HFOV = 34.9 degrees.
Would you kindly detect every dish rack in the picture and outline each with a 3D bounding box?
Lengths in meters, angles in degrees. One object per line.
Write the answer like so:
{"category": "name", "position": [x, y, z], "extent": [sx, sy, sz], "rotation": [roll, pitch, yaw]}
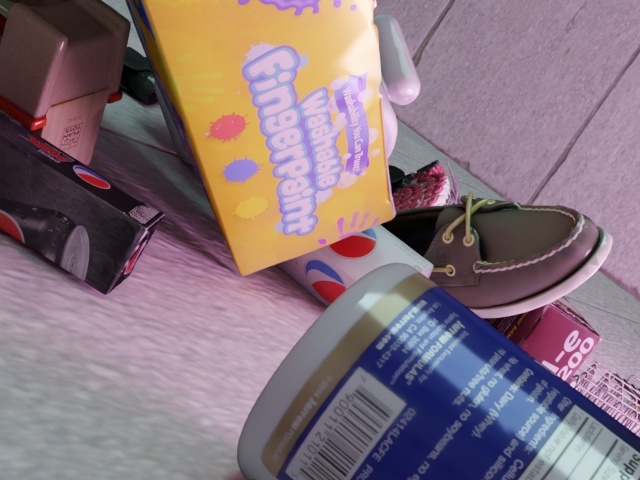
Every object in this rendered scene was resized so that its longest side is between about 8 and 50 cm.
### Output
{"category": "dish rack", "position": [0.310, 0.181, 1.145], "extent": [0.271, 0.074, 0.208], "rotation": [31, 14, -18]}

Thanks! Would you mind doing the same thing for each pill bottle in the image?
{"category": "pill bottle", "position": [0.098, 0.145, 0.544], "extent": [0.264, 0.153, 0.153], "rotation": [38, 13, 15]}

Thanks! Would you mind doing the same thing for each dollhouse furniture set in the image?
{"category": "dollhouse furniture set", "position": [-0.284, -0.173, 0.804], "extent": [0.259, 0.135, 0.262], "rotation": [36, 35, 15]}

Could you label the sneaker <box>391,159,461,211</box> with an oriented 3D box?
{"category": "sneaker", "position": [0.162, -0.038, 1.507], "extent": [0.112, 0.121, 0.299], "rotation": [61, 18, -7]}

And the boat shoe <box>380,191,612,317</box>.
{"category": "boat shoe", "position": [0.136, 0.009, 0.978], "extent": [0.091, 0.109, 0.305], "rotation": [51, -31, -20]}

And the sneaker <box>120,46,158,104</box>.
{"category": "sneaker", "position": [-0.233, -0.220, 1.325], "extent": [0.089, 0.051, 0.170], "rotation": [39, 16, 2]}

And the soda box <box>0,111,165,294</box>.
{"category": "soda box", "position": [-0.196, -0.035, 0.695], "extent": [0.169, 0.060, 0.053], "rotation": [33, 11, -2]}

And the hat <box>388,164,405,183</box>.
{"category": "hat", "position": [0.012, -0.199, 1.576], "extent": [0.331, 0.134, 0.331], "rotation": [22, 10, -4]}

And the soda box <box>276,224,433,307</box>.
{"category": "soda box", "position": [0.000, 0.000, 0.976], "extent": [0.216, 0.074, 0.069], "rotation": [37, 57, 19]}

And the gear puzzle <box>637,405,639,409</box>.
{"category": "gear puzzle", "position": [0.557, 0.284, 1.454], "extent": [0.339, 0.044, 0.175], "rotation": [19, 20, -40]}

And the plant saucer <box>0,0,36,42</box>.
{"category": "plant saucer", "position": [-0.392, -0.268, 1.135], "extent": [0.278, 0.041, 0.278], "rotation": [33, 12, -8]}

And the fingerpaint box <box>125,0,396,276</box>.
{"category": "fingerpaint box", "position": [-0.090, -0.247, 0.817], "extent": [0.445, 0.163, 0.371], "rotation": [79, -11, -59]}

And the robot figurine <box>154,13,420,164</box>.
{"category": "robot figurine", "position": [-0.036, -0.179, 1.175], "extent": [0.200, 0.300, 0.353], "rotation": [91, -19, -59]}

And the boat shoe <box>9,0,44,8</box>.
{"category": "boat shoe", "position": [-0.381, -0.330, 1.077], "extent": [0.302, 0.109, 0.098], "rotation": [29, 18, 5]}

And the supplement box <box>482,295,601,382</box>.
{"category": "supplement box", "position": [0.177, 0.081, 1.039], "extent": [0.073, 0.130, 0.239], "rotation": [31, 14, -18]}
